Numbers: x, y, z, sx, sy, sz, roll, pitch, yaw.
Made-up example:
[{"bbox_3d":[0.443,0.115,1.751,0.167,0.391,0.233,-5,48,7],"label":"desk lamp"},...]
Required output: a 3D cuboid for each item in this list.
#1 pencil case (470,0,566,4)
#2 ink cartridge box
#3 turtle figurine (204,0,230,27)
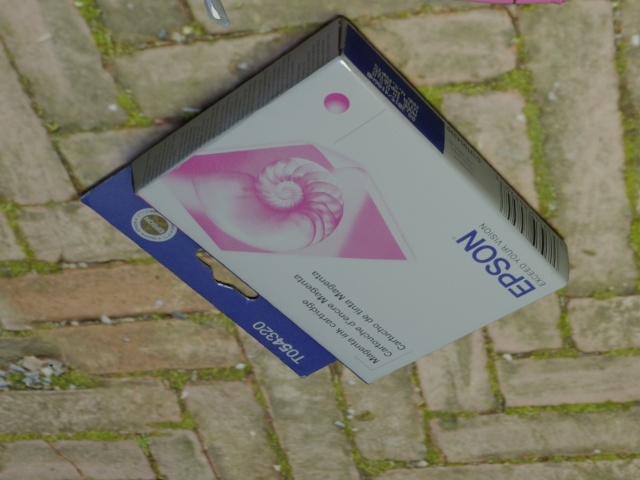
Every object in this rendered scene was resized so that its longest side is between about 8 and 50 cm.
[{"bbox_3d":[0.084,-0.227,1.024,0.209,0.095,0.098,3,113,0],"label":"pencil case"},{"bbox_3d":[0.000,0.000,1.261,0.330,0.071,0.324,-32,124,29],"label":"ink cartridge box"},{"bbox_3d":[-0.133,-0.286,0.914,0.266,0.198,0.275,25,128,-12],"label":"turtle figurine"}]
